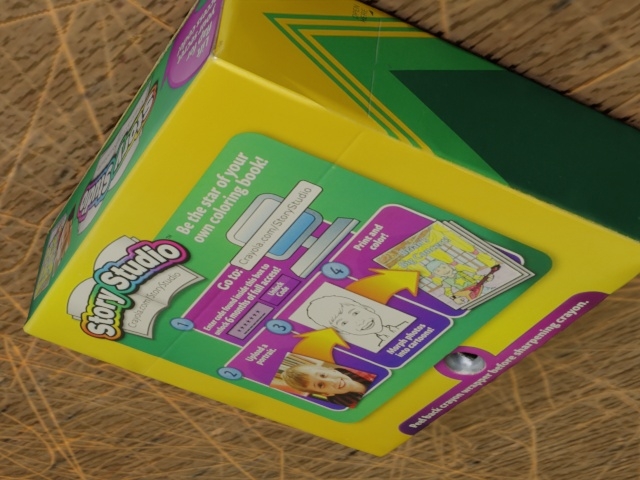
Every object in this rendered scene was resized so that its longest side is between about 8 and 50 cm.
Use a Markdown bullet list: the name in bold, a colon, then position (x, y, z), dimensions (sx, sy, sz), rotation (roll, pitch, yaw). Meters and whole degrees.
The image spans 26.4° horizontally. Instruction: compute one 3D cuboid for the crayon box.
- **crayon box**: position (0.000, 0.000, 0.951), dimensions (0.313, 0.106, 0.363), rotation (23, 142, -18)
